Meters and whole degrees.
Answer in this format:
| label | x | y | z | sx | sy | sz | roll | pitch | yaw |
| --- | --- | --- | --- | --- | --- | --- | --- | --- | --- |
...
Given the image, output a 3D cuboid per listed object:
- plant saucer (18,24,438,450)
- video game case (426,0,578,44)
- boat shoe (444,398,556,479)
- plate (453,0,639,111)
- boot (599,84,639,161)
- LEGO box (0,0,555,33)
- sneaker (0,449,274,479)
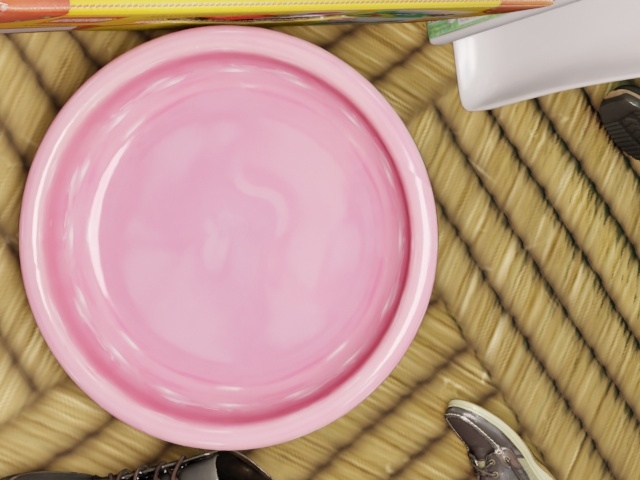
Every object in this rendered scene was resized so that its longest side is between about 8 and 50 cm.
| label | x | y | z | sx | sy | sz | roll | pitch | yaw |
| --- | --- | --- | --- | --- | --- | --- | --- | --- | --- |
| plant saucer | -0.070 | -0.002 | 1.152 | 0.332 | 0.084 | 0.332 | 0 | 91 | 8 |
| video game case | 0.157 | -0.288 | 1.266 | 0.023 | 0.212 | 0.193 | -7 | 88 | -36 |
| boat shoe | 0.165 | 0.206 | 1.312 | 0.152 | 0.056 | 0.049 | 44 | 66 | -14 |
| plate | 0.212 | -0.266 | 1.254 | 0.045 | 0.278 | 0.277 | -7 | 90 | -37 |
| boot | 0.365 | -0.137 | 1.425 | 0.198 | 0.077 | 0.137 | 31 | 69 | -32 |
| LEGO box | -0.071 | -0.354 | 1.114 | 0.500 | 0.193 | 0.372 | -8 | 97 | -34 |
| sneaker | -0.146 | 0.200 | 1.135 | 0.222 | 0.118 | 0.083 | 16 | 39 | -29 |
